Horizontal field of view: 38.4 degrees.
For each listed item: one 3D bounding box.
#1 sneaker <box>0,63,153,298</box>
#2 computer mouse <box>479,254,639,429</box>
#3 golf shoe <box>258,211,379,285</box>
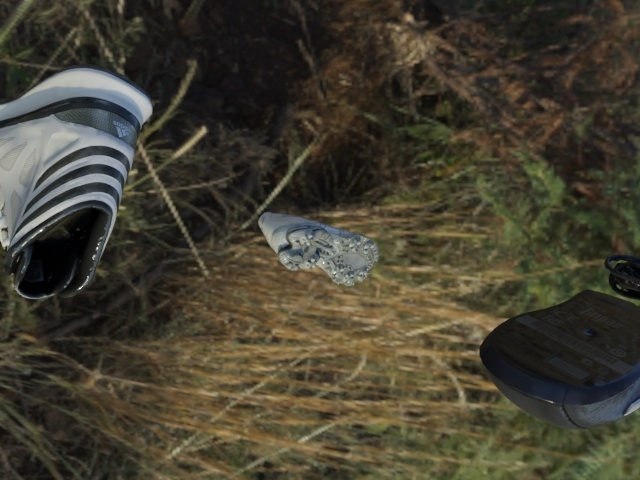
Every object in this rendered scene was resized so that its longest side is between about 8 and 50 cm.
[{"bbox_3d":[-0.408,-0.045,1.202,0.169,0.447,0.258,29,58,-38],"label":"sneaker"},{"bbox_3d":[0.235,0.093,0.637,0.262,0.184,0.060,-20,127,-47],"label":"computer mouse"},{"bbox_3d":[0.000,0.000,1.088,0.176,0.086,0.069,21,105,-50],"label":"golf shoe"}]
